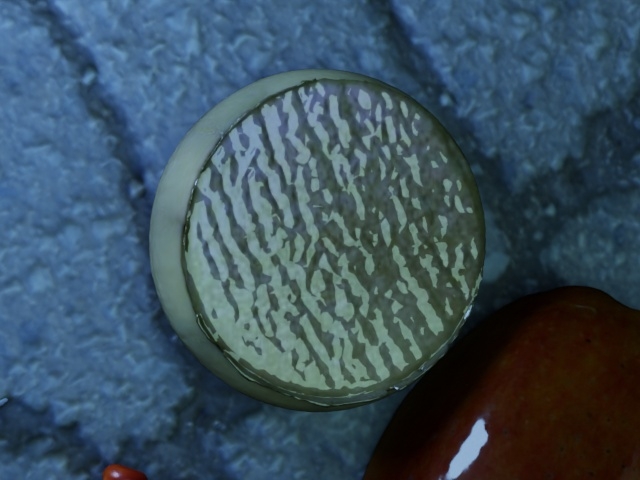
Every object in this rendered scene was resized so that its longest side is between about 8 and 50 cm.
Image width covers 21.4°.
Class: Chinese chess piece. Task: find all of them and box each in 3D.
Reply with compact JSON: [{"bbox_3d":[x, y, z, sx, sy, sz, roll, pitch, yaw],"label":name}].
[{"bbox_3d":[0.000,0.000,1.331,0.270,0.112,0.270,-1,92,-20],"label":"Chinese chess piece"}]

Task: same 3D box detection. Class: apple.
[{"bbox_3d":[0.216,0.226,1.422,0.328,0.295,0.365,25,84,-58],"label":"apple"}]

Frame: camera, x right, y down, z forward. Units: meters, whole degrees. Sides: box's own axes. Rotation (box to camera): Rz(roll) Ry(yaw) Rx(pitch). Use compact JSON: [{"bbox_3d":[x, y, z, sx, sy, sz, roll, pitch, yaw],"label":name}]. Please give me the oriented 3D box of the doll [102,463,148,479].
[{"bbox_3d":[-0.161,0.301,1.309,0.142,0.076,0.245,20,82,-19],"label":"doll"}]
